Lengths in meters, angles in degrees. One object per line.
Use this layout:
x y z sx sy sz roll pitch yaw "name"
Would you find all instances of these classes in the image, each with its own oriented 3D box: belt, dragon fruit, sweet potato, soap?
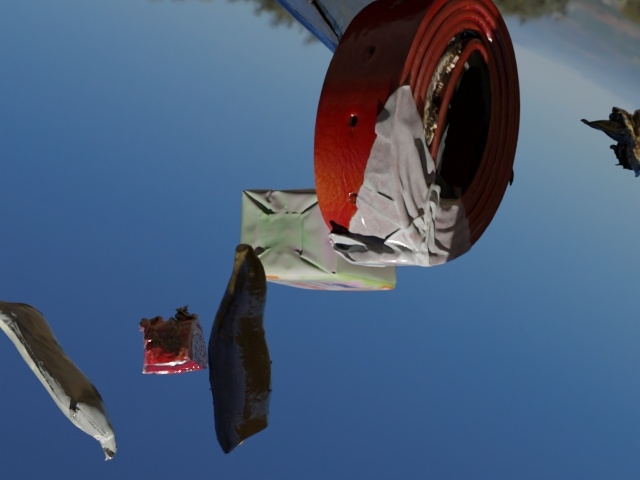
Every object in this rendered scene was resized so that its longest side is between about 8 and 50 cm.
0.108 -0.112 1.398 0.115 0.323 0.227 -2 155 42 "belt"
-0.227 0.149 1.976 0.102 0.096 0.147 -10 169 -5 "dragon fruit"
-0.089 0.121 1.499 0.077 0.243 0.077 2 -172 0 "sweet potato"
0.000 0.000 2.010 0.182 0.138 0.199 -1 171 32 "soap"

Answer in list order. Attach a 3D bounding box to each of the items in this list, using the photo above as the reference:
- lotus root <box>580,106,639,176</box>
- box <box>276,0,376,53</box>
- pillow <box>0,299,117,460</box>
0.415 -0.125 1.355 0.278 0.154 0.154 -13 -171 8 "lotus root"
0.063 -0.408 1.557 0.204 0.345 0.251 47 -179 17 "box"
-0.349 0.172 1.741 0.255 0.059 0.169 44 164 35 "pillow"
